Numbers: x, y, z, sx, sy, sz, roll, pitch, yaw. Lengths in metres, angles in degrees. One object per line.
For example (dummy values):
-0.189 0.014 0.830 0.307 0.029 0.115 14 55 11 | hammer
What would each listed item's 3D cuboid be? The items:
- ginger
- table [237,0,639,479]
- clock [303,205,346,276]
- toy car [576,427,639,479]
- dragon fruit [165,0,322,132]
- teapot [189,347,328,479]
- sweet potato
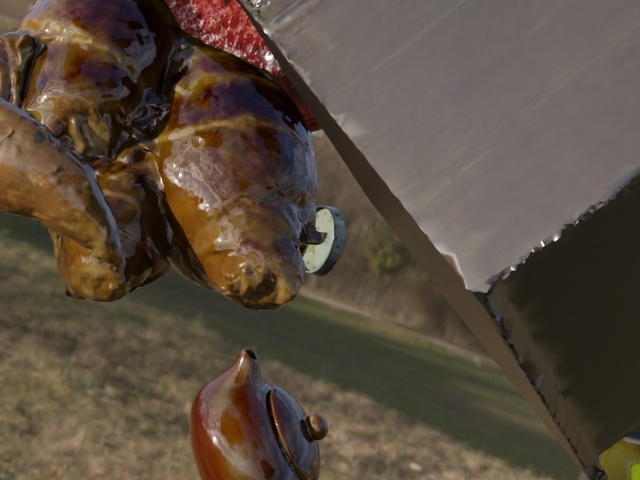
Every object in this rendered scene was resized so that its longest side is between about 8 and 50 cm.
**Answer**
-0.140 -0.076 0.975 0.357 0.152 0.274 40 36 9 | ginger
0.113 -0.054 0.439 0.169 0.193 0.172 54 2 37 | table
0.000 0.000 1.426 0.017 0.085 0.085 14 10 -32 | clock
0.316 0.198 0.948 0.247 0.198 0.204 11 40 45 | toy car
0.013 -0.300 1.243 0.370 0.387 0.249 8 11 40 | dragon fruit
-0.046 0.235 1.262 0.135 0.252 0.178 -25 7 12 | teapot
-0.219 -0.076 0.537 0.314 0.066 0.072 32 -12 -3 | sweet potato
